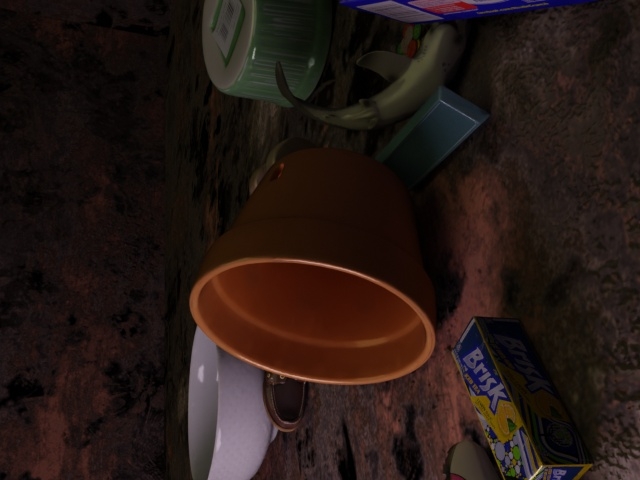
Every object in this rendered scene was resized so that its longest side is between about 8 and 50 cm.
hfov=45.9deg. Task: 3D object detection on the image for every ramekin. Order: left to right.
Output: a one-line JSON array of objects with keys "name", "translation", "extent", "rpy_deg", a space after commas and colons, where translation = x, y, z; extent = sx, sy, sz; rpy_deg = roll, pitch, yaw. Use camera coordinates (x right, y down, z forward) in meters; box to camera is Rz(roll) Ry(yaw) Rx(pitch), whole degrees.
[{"name": "ramekin", "translation": [-0.114, -0.411, 1.443], "extent": [0.303, 0.148, 0.303], "rpy_deg": [5, 96, 61]}]

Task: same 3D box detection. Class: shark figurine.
[{"name": "shark figurine", "translation": [0.079, -0.187, 0.969], "extent": [0.166, 0.278, 0.116], "rpy_deg": [70, -156, -10]}]

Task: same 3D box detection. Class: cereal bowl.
[{"name": "cereal bowl", "translation": [-0.161, 0.307, 1.445], "extent": [0.339, 0.141, 0.339], "rpy_deg": [-176, 90, -73]}]

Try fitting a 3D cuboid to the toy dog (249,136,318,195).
[{"name": "toy dog", "translation": [0.000, 0.000, 1.162], "extent": [0.220, 0.161, 0.333], "rpy_deg": [-146, 49, -64]}]

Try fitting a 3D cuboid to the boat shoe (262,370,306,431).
[{"name": "boat shoe", "translation": [-0.061, 0.222, 1.308], "extent": [0.073, 0.073, 0.207], "rpy_deg": [118, 150, -50]}]

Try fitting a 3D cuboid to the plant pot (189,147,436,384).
[{"name": "plant pot", "translation": [0.006, 0.024, 0.935], "extent": [0.291, 0.291, 0.203], "rpy_deg": [126, 161, -54]}]

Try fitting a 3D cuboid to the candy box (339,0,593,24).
[{"name": "candy box", "translation": [0.158, -0.393, 0.739], "extent": [0.268, 0.122, 0.317], "rpy_deg": [12, 96, 53]}]

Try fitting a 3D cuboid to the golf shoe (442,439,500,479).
[{"name": "golf shoe", "translation": [0.173, 0.263, 0.699], "extent": [0.086, 0.067, 0.186], "rpy_deg": [-40, 40, 24]}]

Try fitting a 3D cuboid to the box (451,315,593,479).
[{"name": "box", "translation": [0.181, 0.150, 0.702], "extent": [0.169, 0.054, 0.059], "rpy_deg": [-107, 30, -46]}]

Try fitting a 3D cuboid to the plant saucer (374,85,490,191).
[{"name": "plant saucer", "translation": [0.124, -0.114, 0.911], "extent": [0.192, 0.067, 0.018], "rpy_deg": [-47, 17, 58]}]

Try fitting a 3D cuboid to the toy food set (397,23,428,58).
[{"name": "toy food set", "translation": [0.124, -0.254, 1.019], "extent": [0.083, 0.020, 0.082], "rpy_deg": [-170, 86, -70]}]
